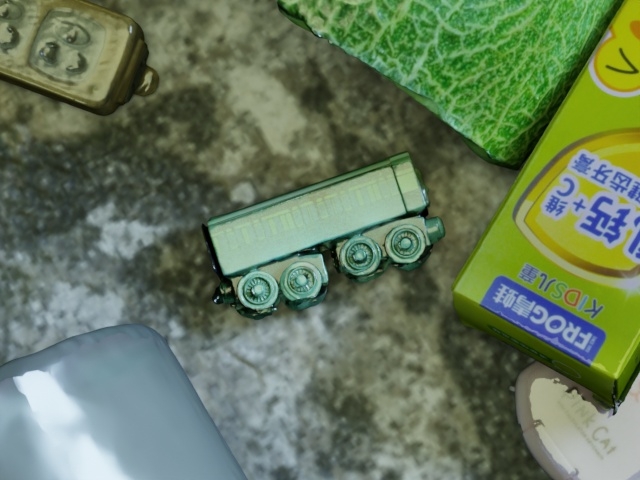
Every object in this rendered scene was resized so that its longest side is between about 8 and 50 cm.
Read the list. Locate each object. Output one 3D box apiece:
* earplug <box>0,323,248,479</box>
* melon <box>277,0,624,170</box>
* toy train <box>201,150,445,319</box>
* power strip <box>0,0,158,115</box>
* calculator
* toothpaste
[{"bbox_3d":[-0.121,0.285,0.942,0.312,0.312,0.394,-32,84,0],"label":"earplug"},{"bbox_3d":[0.118,-0.220,1.063,0.196,0.124,0.323,34,83,-31],"label":"melon"},{"bbox_3d":[0.000,0.000,1.099,0.148,0.038,0.071,-19,79,2],"label":"toy train"},{"bbox_3d":[-0.246,-0.152,1.133,0.305,0.044,0.064,21,86,7],"label":"power strip"},{"bbox_3d":[0.199,0.080,1.076,0.175,0.032,0.100,-36,82,-1],"label":"calculator"},{"bbox_3d":[0.205,-0.070,1.053,0.110,0.077,0.327,30,81,16],"label":"toothpaste"}]
